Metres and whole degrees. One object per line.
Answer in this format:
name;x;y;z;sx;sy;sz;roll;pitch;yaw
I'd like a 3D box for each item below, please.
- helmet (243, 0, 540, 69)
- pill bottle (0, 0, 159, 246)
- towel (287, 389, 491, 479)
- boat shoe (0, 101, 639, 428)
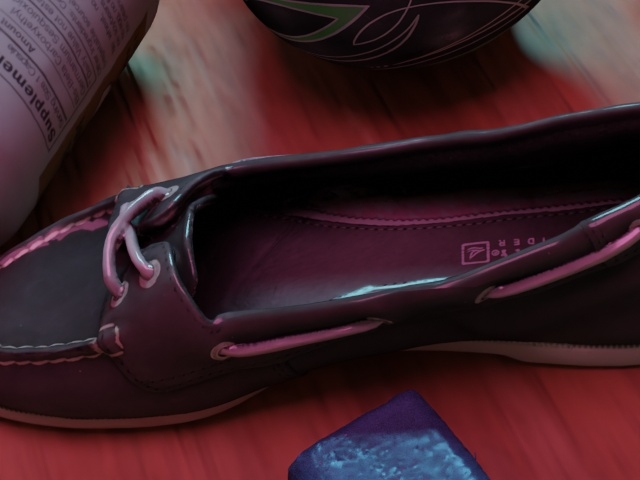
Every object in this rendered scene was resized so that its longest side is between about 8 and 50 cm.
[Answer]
helmet;0.035;-0.158;0.681;0.169;0.169;0.161;-21;32;-6
pill bottle;-0.175;-0.065;0.663;0.131;0.131;0.229;10;51;21
towel;0.040;0.113;0.527;0.067;0.029;0.119;-26;49;-11
boat shoe;0.000;0.000;0.591;0.335;0.095;0.112;-6;48;7
